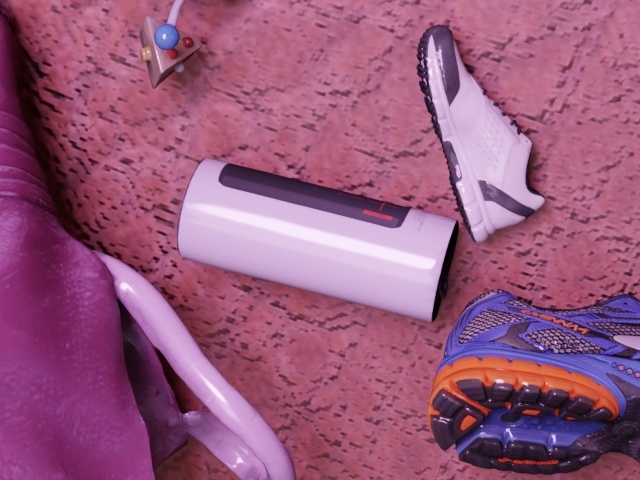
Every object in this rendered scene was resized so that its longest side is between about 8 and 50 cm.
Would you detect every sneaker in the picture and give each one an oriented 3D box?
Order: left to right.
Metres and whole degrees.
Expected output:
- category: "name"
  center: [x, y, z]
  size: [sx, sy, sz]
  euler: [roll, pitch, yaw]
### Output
- category: "sneaker"
  center: [0.077, -0.055, 0.677]
  size: [0.044, 0.040, 0.109]
  euler: [-19, 107, 4]
- category: "sneaker"
  center: [0.163, 0.066, 0.669]
  size: [0.221, 0.087, 0.083]
  euler: [11, 135, -6]

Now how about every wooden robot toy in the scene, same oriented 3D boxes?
- category: "wooden robot toy"
  center: [-0.059, -0.162, 0.670]
  size: [0.079, 0.076, 0.173]
  euler: [-12, 109, -18]

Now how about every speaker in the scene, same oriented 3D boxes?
- category: "speaker"
  center: [0.000, 0.000, 0.703]
  size: [0.136, 0.055, 0.055]
  euler: [15, 112, 10]

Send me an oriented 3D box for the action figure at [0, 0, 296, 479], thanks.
- category: "action figure"
  center: [-0.171, -0.020, 0.671]
  size: [0.276, 0.248, 0.370]
  euler: [-11, 80, -15]
